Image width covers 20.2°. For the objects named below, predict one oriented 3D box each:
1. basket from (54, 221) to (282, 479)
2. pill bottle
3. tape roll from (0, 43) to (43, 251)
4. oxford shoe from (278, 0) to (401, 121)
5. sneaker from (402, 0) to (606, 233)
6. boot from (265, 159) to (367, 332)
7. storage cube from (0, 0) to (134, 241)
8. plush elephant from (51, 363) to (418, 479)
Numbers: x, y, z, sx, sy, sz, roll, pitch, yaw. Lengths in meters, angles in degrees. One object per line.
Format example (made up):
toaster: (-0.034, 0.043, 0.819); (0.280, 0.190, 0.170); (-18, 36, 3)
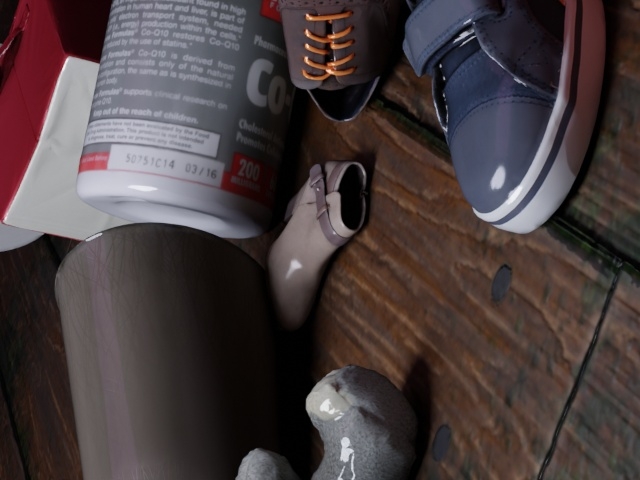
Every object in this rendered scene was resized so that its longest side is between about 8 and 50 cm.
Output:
basket: (-0.098, 0.135, 1.259); (0.154, 0.204, 0.227); (-19, 53, 14)
pill bottle: (-0.095, -0.155, 1.459); (0.161, 0.161, 0.283); (167, 115, -69)
tape roll: (-0.453, -0.121, 2.339); (0.246, 0.246, 0.169); (128, 152, -47)
oxford shoe: (0.016, -0.155, 1.196); (0.271, 0.097, 0.098); (63, -151, -75)
sneaker: (0.086, -0.161, 1.032); (0.126, 0.127, 0.321); (139, 141, -56)
boot: (0.000, 0.000, 1.274); (0.087, 0.042, 0.118); (-25, 58, 56)
storage cube: (-0.190, -0.119, 1.656); (0.184, 0.215, 0.193); (-64, 28, 25)
plush elephant: (-0.093, 0.226, 1.007); (0.272, 0.255, 0.330); (-104, 35, -56)
